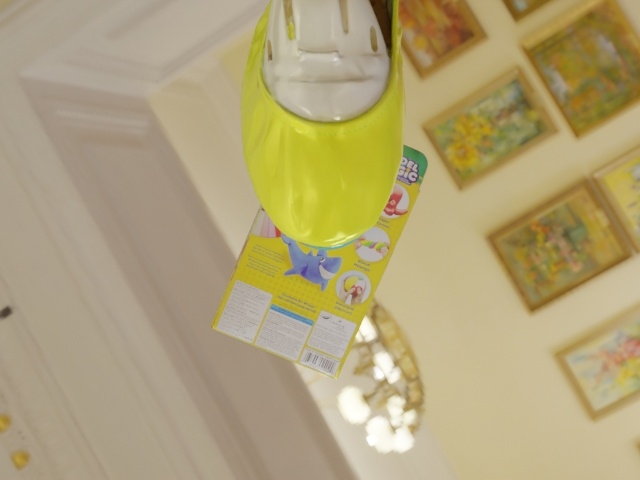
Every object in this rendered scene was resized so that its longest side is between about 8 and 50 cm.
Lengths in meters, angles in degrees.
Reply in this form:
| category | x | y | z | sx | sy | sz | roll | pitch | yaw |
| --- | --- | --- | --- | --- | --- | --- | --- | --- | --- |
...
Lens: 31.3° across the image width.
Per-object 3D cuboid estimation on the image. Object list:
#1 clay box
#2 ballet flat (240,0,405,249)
| category | x | y | z | sx | sy | sz | roll | pitch | yaw |
| --- | --- | --- | --- | --- | --- | --- | --- | --- | --- |
| clay box | 0.000 | 0.000 | 1.048 | 0.127 | 0.222 | 0.053 | 23 | -174 | -6 |
| ballet flat | 0.004 | -0.110 | 0.528 | 0.077 | 0.077 | 0.231 | 83 | -168 | -59 |
